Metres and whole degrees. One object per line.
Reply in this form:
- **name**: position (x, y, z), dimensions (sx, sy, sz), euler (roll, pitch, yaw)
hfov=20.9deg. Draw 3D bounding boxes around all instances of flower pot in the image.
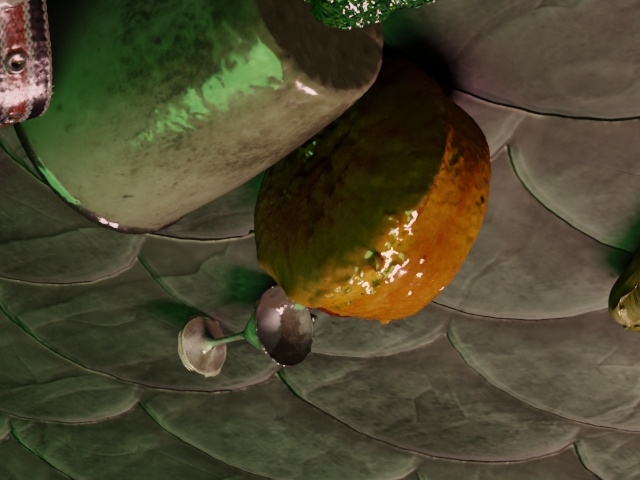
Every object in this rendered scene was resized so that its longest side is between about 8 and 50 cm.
- **flower pot**: position (-0.122, -0.197, 1.830), dimensions (0.330, 0.293, 0.293), euler (-25, 129, 37)

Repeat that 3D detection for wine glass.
- **wine glass**: position (-0.109, 0.136, 2.450), dimensions (0.183, 0.122, 0.122), euler (-18, 134, 44)

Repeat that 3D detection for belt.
- **belt**: position (-0.308, -0.261, 1.655), dimensions (0.126, 0.094, 0.359), euler (37, 137, 35)

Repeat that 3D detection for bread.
- **bread**: position (0.058, -0.058, 1.950), dimensions (0.172, 0.312, 0.312), euler (27, 146, -33)

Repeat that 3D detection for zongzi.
- **zongzi**: position (0.393, 0.021, 2.093), dimensions (0.205, 0.094, 0.204), euler (-20, 129, 42)

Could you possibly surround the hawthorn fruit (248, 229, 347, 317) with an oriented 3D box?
- **hawthorn fruit**: position (0.000, 0.000, 2.195), dimensions (0.203, 0.162, 0.162), euler (28, 149, 13)

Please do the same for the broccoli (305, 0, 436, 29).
- **broccoli**: position (0.069, -0.340, 1.595), dimensions (0.245, 0.265, 0.294), euler (32, 124, 22)
